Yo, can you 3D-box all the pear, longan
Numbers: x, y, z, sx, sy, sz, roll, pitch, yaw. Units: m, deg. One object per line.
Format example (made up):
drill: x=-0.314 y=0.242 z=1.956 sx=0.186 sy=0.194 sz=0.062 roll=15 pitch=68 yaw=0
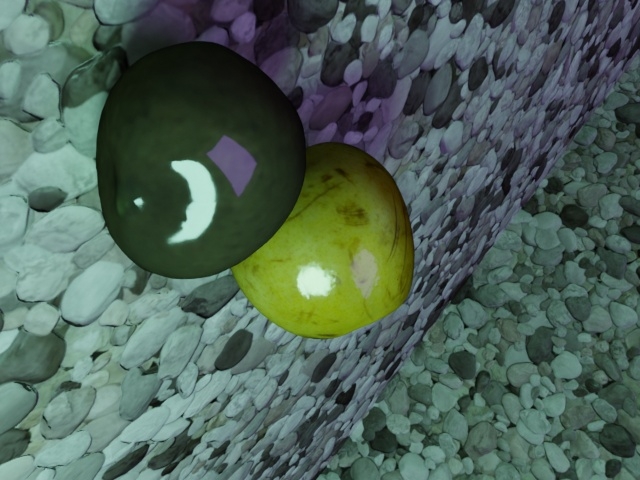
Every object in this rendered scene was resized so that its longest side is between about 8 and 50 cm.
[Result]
pear: x=0.000 y=0.000 z=0.840 sx=0.280 sy=0.280 sz=0.281 roll=-37 pitch=147 yaw=-29
longan: x=-0.126 y=-0.076 z=0.633 sx=0.246 sy=0.215 sz=0.246 roll=-14 pitch=110 yaw=-46
